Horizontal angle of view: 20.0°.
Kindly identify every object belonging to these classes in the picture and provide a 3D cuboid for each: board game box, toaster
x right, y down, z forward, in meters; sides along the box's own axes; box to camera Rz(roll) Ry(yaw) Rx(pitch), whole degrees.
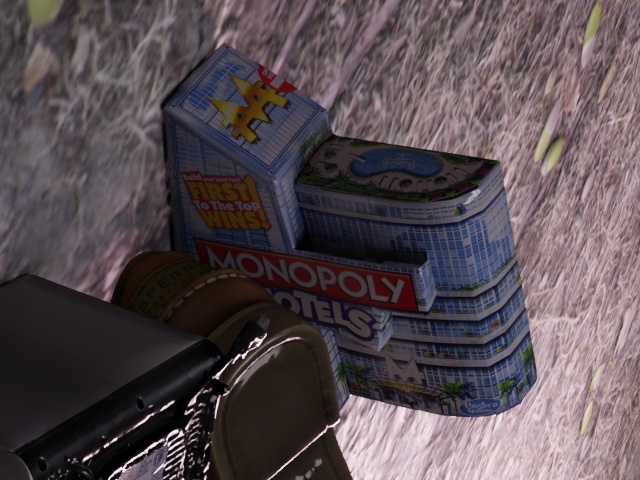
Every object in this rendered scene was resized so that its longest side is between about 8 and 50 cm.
[{"bbox_3d":[0.000,0.000,0.923,0.060,0.194,0.194,-53,141,-38],"label":"board game box"},{"bbox_3d":[-0.123,0.115,0.774,0.185,0.110,0.168,-30,138,-59],"label":"toaster"}]

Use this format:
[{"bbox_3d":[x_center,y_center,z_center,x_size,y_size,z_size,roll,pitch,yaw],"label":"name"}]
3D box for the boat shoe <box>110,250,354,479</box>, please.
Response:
[{"bbox_3d":[-0.048,0.128,0.970,0.110,0.104,0.307,-32,140,-32],"label":"boat shoe"}]
